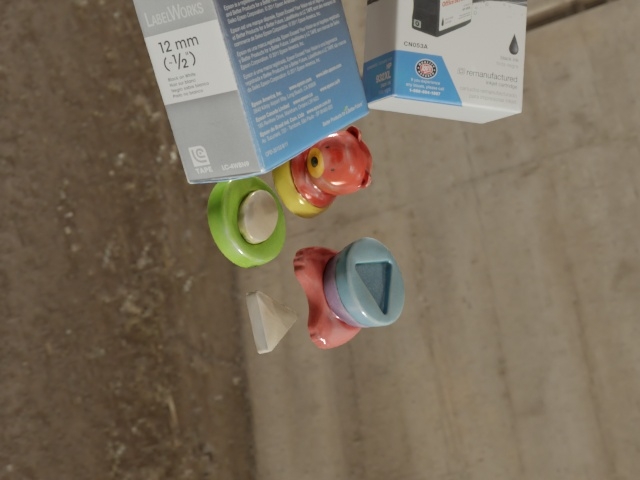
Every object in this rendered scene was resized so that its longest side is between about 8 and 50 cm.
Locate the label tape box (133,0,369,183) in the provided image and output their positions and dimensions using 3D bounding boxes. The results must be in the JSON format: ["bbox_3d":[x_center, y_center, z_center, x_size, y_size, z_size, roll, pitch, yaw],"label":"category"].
[{"bbox_3d":[-0.086,-0.265,1.333,0.249,0.115,0.348,-35,112,-54],"label":"label tape box"}]

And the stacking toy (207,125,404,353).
[{"bbox_3d":[0.000,0.000,1.692,0.279,0.130,0.309,-20,91,-51],"label":"stacking toy"}]

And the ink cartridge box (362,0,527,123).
[{"bbox_3d":[0.194,-0.351,1.853,0.223,0.129,0.308,5,86,-20],"label":"ink cartridge box"}]
